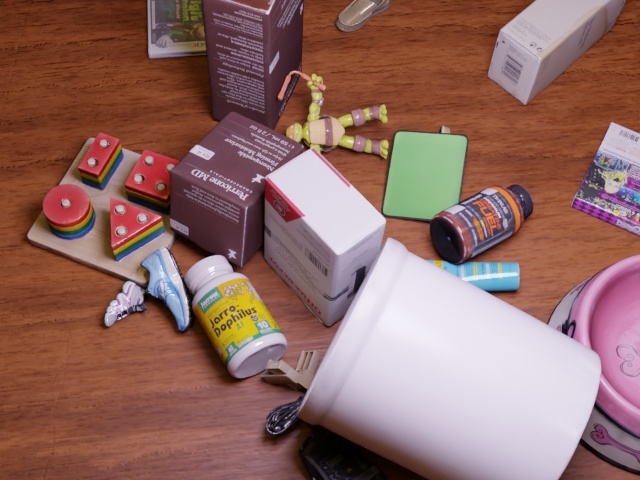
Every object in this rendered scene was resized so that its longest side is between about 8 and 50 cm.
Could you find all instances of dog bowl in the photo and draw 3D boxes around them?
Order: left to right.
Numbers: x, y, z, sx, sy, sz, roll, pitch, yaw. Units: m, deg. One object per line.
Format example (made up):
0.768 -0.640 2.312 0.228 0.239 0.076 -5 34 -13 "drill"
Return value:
0.604 0.199 1.767 0.408 0.150 0.407 1 61 -1 "dog bowl"

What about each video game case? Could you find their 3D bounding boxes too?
-0.289 -0.481 2.200 0.173 0.022 0.190 -4 61 -4 "video game case"
0.644 -0.107 1.999 0.232 0.042 0.210 25 63 12 "video game case"

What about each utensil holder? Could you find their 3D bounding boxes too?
0.203 0.227 1.620 0.386 0.327 0.327 28 63 2 "utensil holder"

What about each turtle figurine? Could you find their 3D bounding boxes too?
0.023 -0.203 2.016 0.218 0.087 0.269 -1 83 -6 "turtle figurine"

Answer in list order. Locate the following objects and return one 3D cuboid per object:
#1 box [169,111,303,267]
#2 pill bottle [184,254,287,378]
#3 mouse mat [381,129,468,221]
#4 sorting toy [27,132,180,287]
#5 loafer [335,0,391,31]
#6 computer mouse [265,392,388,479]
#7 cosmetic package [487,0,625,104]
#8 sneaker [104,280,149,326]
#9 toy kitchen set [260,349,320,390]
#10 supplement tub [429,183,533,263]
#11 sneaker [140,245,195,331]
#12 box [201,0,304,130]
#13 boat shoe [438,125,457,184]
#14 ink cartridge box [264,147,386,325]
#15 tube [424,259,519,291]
-0.156 -0.097 1.880 0.169 0.167 0.203 27 50 15 "box"
-0.157 0.132 1.805 0.118 0.117 0.208 -27 65 -15 "pill bottle"
0.206 -0.128 1.987 0.153 0.007 0.189 6 71 14 "mouse mat"
-0.393 -0.074 1.931 0.257 0.089 0.255 20 62 9 "sorting toy"
0.093 -0.510 2.208 0.148 0.050 0.056 -38 68 -20 "loafer"
0.048 0.354 1.726 0.184 0.060 0.262 -36 64 -27 "computer mouse"
0.502 -0.445 2.120 0.309 0.160 0.113 -40 70 -20 "cosmetic package"
-0.347 0.125 1.850 0.069 0.038 0.098 22 63 12 "sneaker"
-0.060 0.217 1.792 0.068 0.083 0.075 -10 50 42 "toy kitchen set"
0.310 -0.039 1.910 0.198 0.106 0.106 -27 64 -27 "supplement tub"
-0.281 0.096 1.850 0.073 0.063 0.162 -24 78 0 "sneaker"
-0.125 -0.394 1.950 0.143 0.381 0.191 19 63 7 "box"
0.258 -0.166 2.023 0.045 0.050 0.135 2 71 -4 "boat shoe"
0.000 0.000 1.796 0.114 0.273 0.197 -34 67 -22 "ink cartridge box"
0.267 0.068 1.894 0.207 0.052 0.080 -1 49 5 "tube"
